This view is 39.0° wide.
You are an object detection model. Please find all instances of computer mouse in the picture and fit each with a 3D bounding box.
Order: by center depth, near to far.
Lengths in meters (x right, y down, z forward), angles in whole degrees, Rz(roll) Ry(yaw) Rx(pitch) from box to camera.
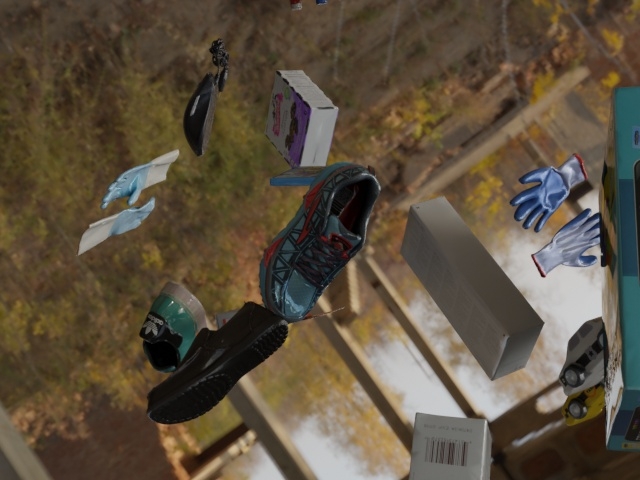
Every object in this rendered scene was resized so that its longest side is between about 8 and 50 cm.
[{"bbox_3d":[-0.260,-0.318,2.024,0.184,0.060,0.262,-82,-176,-86],"label":"computer mouse"}]

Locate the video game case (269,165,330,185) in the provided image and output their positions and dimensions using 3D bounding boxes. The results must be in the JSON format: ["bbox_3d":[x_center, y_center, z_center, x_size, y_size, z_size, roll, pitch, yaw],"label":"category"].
[{"bbox_3d":[-0.009,-0.115,1.587,0.119,0.015,0.166,0,-168,14],"label":"video game case"}]

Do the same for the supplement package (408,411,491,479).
[{"bbox_3d":[0.197,0.326,1.344,0.105,0.105,0.179,3,160,14],"label":"supplement package"}]

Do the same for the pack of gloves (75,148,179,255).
[{"bbox_3d":[-0.371,-0.068,1.806,0.232,0.046,0.195,-37,160,-57],"label":"pack of gloves"}]

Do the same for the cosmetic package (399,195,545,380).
[{"bbox_3d":[0.194,0.058,1.188,0.060,0.239,0.099,-18,142,-20],"label":"cosmetic package"}]

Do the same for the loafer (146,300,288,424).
[{"bbox_3d":[-0.146,0.162,1.217,0.220,0.078,0.080,-35,146,-15],"label":"loafer"}]

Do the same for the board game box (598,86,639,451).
[{"bbox_3d":[0.358,0.039,1.001,0.079,0.336,0.254,0,154,14],"label":"board game box"}]

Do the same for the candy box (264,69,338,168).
[{"bbox_3d":[-0.046,-0.261,1.991,0.070,0.196,0.165,-6,126,-27],"label":"candy box"}]

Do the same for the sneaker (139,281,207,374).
[{"bbox_3d":[-0.261,0.200,1.642,0.121,0.108,0.302,-53,153,-26],"label":"sneaker"}]

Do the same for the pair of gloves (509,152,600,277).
[{"bbox_3d":[0.390,-0.034,1.458,0.159,0.198,0.023,-33,-163,-17],"label":"pair of gloves"}]

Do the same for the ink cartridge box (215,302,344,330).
[{"bbox_3d":[-0.066,0.118,1.501,0.179,0.045,0.145,-15,177,16],"label":"ink cartridge box"}]

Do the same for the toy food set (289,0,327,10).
[{"bbox_3d":[-0.061,-0.528,1.854,0.232,0.104,0.111,-11,-178,-14],"label":"toy food set"}]

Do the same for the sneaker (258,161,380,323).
[{"bbox_3d":[0.000,0.000,1.288,0.262,0.104,0.125,-64,-159,-7],"label":"sneaker"}]

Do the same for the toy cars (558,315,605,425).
[{"bbox_3d":[0.459,0.196,1.494,0.176,0.087,0.393,-33,151,-1],"label":"toy cars"}]
